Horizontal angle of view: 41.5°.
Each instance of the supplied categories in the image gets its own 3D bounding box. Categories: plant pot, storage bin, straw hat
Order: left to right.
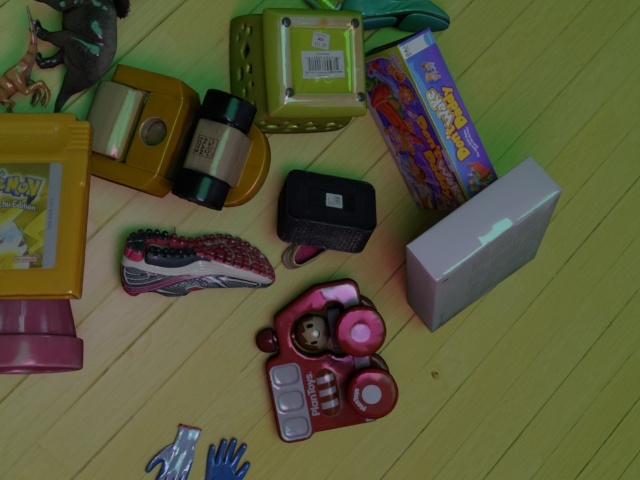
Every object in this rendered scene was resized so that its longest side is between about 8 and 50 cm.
[{"bbox_3d":[-0.511,0.135,1.455,0.201,0.201,0.180,2,77,-21],"label":"plant pot"},{"bbox_3d":[-0.034,-0.323,1.597,0.228,0.207,0.227,-4,94,-22],"label":"plant pot"},{"bbox_3d":[0.012,-0.056,1.654,0.180,0.084,0.122,9,54,-12],"label":"storage bin"},{"bbox_3d":[0.275,-0.009,1.771,0.144,0.061,0.144,-29,145,-23],"label":"straw hat"}]

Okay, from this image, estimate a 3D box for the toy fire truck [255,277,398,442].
[{"bbox_3d":[0.009,0.238,1.681,0.254,0.169,0.302,-12,97,-2],"label":"toy fire truck"}]

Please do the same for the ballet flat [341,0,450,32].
[{"bbox_3d":[0.156,-0.477,1.732,0.247,0.083,0.087,-6,81,-23],"label":"ballet flat"}]

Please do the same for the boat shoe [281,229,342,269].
[{"bbox_3d":[0.000,0.000,1.705,0.170,0.059,0.063,-43,106,-15],"label":"boat shoe"}]

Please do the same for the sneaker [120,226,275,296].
[{"bbox_3d":[-0.230,0.053,1.603,0.299,0.121,0.112,8,119,-22],"label":"sneaker"}]

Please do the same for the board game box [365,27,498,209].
[{"bbox_3d":[0.204,-0.229,1.680,0.078,0.233,0.347,-32,103,-17],"label":"board game box"}]

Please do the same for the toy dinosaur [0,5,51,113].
[{"bbox_3d":[-0.517,-0.281,1.455,0.211,0.064,0.112,-46,134,10],"label":"toy dinosaur"}]

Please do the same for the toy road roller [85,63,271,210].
[{"bbox_3d":[-0.250,-0.167,1.553,0.329,0.240,0.202,18,86,16],"label":"toy road roller"}]

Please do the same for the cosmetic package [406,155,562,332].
[{"bbox_3d":[0.305,0.023,1.648,0.284,0.377,0.097,-37,70,-8],"label":"cosmetic package"}]

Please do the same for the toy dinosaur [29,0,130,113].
[{"bbox_3d":[-0.416,-0.361,1.481,0.160,0.121,0.313,15,87,6],"label":"toy dinosaur"}]

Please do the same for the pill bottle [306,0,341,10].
[{"bbox_3d":[-0.001,-0.482,1.686,0.083,0.043,0.043,38,80,-19],"label":"pill bottle"}]

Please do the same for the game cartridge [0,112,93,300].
[{"bbox_3d":[-0.530,-0.060,1.401,0.285,0.053,0.324,-1,74,-2],"label":"game cartridge"}]

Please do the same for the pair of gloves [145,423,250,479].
[{"bbox_3d":[-0.240,0.449,1.658,0.198,0.023,0.159,23,84,-22],"label":"pair of gloves"}]
